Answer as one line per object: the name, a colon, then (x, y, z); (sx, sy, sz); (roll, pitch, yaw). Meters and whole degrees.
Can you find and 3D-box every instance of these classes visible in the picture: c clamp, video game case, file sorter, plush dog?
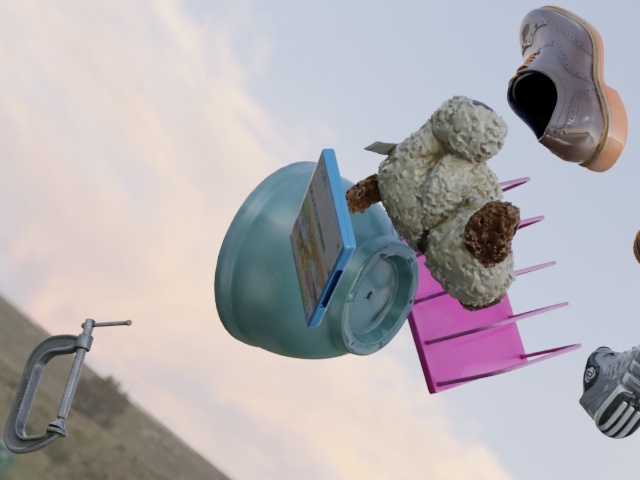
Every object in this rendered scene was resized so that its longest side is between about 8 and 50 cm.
c clamp: (-0.281, 0.154, 1.315); (0.137, 0.160, 0.022); (-2, -29, 37)
video game case: (0.000, 0.000, 1.276); (0.166, 0.015, 0.119); (113, -30, -55)
file sorter: (0.256, 0.064, 1.905); (0.182, 0.202, 0.290); (-23, -99, 56)
plush dog: (0.169, -0.021, 1.573); (0.225, 0.210, 0.262); (60, -8, 27)

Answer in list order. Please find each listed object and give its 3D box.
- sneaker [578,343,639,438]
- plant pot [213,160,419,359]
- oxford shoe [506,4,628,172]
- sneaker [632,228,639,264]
sneaker: (0.430, 0.151, 1.660); (0.086, 0.228, 0.132); (42, 2, -23)
plant pot: (0.017, 0.054, 1.777); (0.196, 0.293, 0.293); (25, -25, 35)
oxford shoe: (0.342, -0.250, 1.817); (0.133, 0.363, 0.130); (13, -54, -19)
sneaker: (0.658, -0.017, 1.973); (0.296, 0.112, 0.131); (-8, -5, 25)
